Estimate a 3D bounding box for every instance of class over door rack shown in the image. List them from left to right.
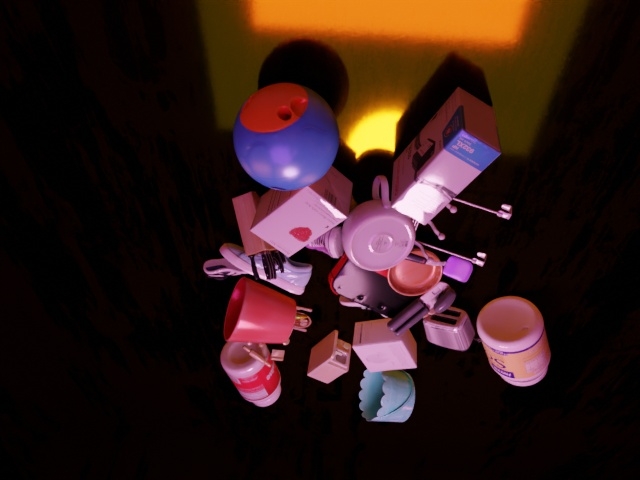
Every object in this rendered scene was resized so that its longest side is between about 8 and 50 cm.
[{"bbox_3d":[0.440,-0.031,1.548,0.325,0.108,0.239,12,130,-1],"label":"over door rack"}]

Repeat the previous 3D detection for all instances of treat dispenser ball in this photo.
[{"bbox_3d":[-0.093,-0.281,1.280,0.289,0.288,0.288,6,136,5],"label":"treat dispenser ball"}]

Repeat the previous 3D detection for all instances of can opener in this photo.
[{"bbox_3d":[0.379,0.265,1.752,0.283,0.095,0.076,-43,114,11],"label":"can opener"}]

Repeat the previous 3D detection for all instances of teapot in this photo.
[{"bbox_3d":[0.177,-0.042,1.526,0.256,0.187,0.252,-37,122,14],"label":"teapot"}]

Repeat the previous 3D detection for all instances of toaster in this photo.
[{"bbox_3d":[0.525,0.352,1.903,0.227,0.129,0.146,10,140,41],"label":"toaster"}]

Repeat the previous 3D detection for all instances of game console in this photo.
[{"bbox_3d":[0.259,0.126,1.758,0.387,0.060,0.342,26,115,-16],"label":"game console"}]

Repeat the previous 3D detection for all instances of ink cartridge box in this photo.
[{"bbox_3d":[0.334,-0.228,1.298,0.129,0.223,0.307,26,135,-14],"label":"ink cartridge box"}]

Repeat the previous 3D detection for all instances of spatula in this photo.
[{"bbox_3d":[0.390,0.075,1.641,0.297,0.030,0.084,15,115,-10],"label":"spatula"}]

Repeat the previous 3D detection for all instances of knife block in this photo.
[{"bbox_3d":[-0.219,0.001,1.634,0.088,0.242,0.275,-17,130,25],"label":"knife block"}]

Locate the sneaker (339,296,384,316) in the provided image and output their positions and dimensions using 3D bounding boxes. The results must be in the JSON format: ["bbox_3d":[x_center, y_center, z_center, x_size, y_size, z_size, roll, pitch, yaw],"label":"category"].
[{"bbox_3d":[0.212,0.271,1.929,0.256,0.094,0.151,-6,127,14],"label":"sneaker"}]

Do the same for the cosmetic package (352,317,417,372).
[{"bbox_3d":[0.292,0.465,2.090,0.225,0.138,0.224,-11,132,24],"label":"cosmetic package"}]

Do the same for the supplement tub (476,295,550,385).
[{"bbox_3d":[0.771,0.405,1.856,0.241,0.241,0.331,-13,131,23],"label":"supplement tub"}]

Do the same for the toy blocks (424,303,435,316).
[{"bbox_3d":[0.428,0.270,1.893,0.054,0.123,0.148,56,151,7],"label":"toy blocks"}]

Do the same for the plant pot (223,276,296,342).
[{"bbox_3d":[-0.248,0.312,1.969,0.243,0.274,0.275,18,137,-19],"label":"plant pot"}]

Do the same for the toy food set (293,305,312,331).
[{"bbox_3d":[-0.109,0.371,2.143,0.133,0.038,0.192,12,137,-1],"label":"toy food set"}]

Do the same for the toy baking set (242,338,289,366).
[{"bbox_3d":[-0.261,0.457,2.165,0.256,0.196,0.030,35,166,-14],"label":"toy baking set"}]

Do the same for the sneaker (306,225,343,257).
[{"bbox_3d":[0.000,0.001,1.618,0.161,0.102,0.282,13,172,6],"label":"sneaker"}]

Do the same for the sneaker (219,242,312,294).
[{"bbox_3d":[-0.199,0.069,1.800,0.366,0.135,0.150,26,96,-20],"label":"sneaker"}]

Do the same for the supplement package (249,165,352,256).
[{"bbox_3d":[-0.063,-0.110,1.535,0.178,0.175,0.293,36,132,-25],"label":"supplement package"}]

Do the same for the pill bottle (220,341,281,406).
[{"bbox_3d":[-0.332,0.665,2.357,0.229,0.229,0.407,-2,135,13],"label":"pill bottle"}]

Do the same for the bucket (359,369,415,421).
[{"bbox_3d":[0.325,0.750,2.291,0.183,0.281,0.281,14,137,-16],"label":"bucket"}]

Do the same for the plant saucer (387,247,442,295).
[{"bbox_3d":[0.340,0.111,1.699,0.200,0.037,0.199,-1,120,-2],"label":"plant saucer"}]

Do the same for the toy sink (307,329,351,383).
[{"bbox_3d":[0.058,0.553,2.219,0.131,0.152,0.234,27,133,-16],"label":"toy sink"}]

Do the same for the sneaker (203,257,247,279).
[{"bbox_3d":[-0.359,0.113,1.913,0.217,0.079,0.121,-2,159,-5],"label":"sneaker"}]
